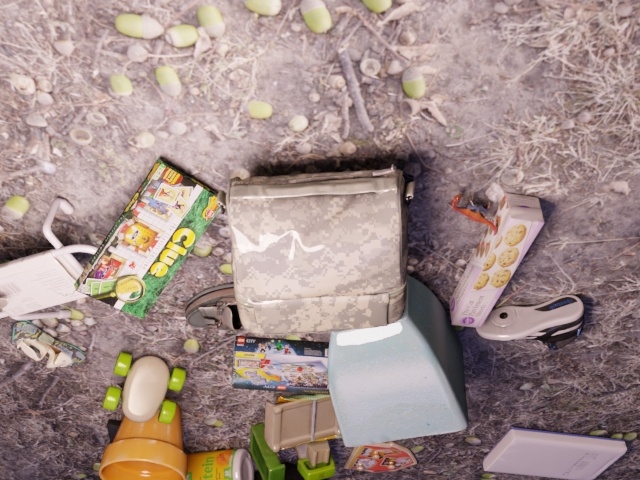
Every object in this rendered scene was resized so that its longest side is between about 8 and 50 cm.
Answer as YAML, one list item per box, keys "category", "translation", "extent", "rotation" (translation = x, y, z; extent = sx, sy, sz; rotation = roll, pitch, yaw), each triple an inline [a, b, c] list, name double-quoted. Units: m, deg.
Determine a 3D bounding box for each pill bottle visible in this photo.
- category: "pill bottle"
  translation: [-0.318, 0.652, 1.997]
  extent: [0.245, 0.136, 0.136]
  rotation: [-9, 138, 11]

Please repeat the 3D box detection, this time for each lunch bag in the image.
- category: "lunch bag"
  translation: [0.000, 0.000, 1.187]
  extent: [0.305, 0.213, 0.256]
  rotation: [-2, 139, 3]

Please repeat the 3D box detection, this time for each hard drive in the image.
- category: "hard drive"
  translation: [-0.511, 0.528, 1.922]
  extent: [0.094, 0.022, 0.135]
  rotation: [9, 130, 4]
- category: "hard drive"
  translation: [0.632, 0.586, 1.977]
  extent: [0.318, 0.040, 0.210]
  rotation: [8, 138, -9]

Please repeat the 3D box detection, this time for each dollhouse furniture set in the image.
- category: "dollhouse furniture set"
  translation: [-0.059, 0.458, 1.828]
  extent: [0.197, 0.151, 0.302]
  rotation: [-9, 124, -21]

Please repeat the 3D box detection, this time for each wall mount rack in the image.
- category: "wall mount rack"
  translation: [-0.491, 0.073, 1.355]
  extent: [0.350, 0.130, 0.304]
  rotation: [-14, 133, 17]

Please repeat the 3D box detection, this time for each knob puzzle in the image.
- category: "knob puzzle"
  translation: [0.177, 0.618, 2.032]
  extent: [0.213, 0.030, 0.213]
  rotation: [0, 139, 0]

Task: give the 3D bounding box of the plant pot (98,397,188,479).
- category: "plant pot"
  translation: [-0.419, 0.493, 1.778]
  extent: [0.205, 0.188, 0.205]
  rotation: [1, 139, 1]

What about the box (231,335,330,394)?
- category: "box"
  translation: [-0.082, 0.284, 1.641]
  extent: [0.233, 0.044, 0.159]
  rotation: [5, 139, -5]

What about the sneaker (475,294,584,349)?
- category: "sneaker"
  translation: [0.437, 0.190, 1.497]
  extent: [0.216, 0.079, 0.121]
  rotation: [-13, 135, 14]

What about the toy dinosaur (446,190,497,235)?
- category: "toy dinosaur"
  translation: [0.259, -0.052, 1.237]
  extent: [0.082, 0.090, 0.047]
  rotation: [-3, 134, -46]

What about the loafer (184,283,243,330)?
- category: "loafer"
  translation: [-0.157, 0.137, 1.443]
  extent: [0.267, 0.084, 0.096]
  rotation: [-16, 136, 19]

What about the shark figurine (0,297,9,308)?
- category: "shark figurine"
  translation: [-0.645, 0.065, 1.215]
  extent: [0.166, 0.116, 0.278]
  rotation: [-2, 117, 17]

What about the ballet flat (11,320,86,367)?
- category: "ballet flat"
  translation: [-0.599, 0.244, 1.590]
  extent: [0.070, 0.070, 0.188]
  rotation: [-27, 132, 28]

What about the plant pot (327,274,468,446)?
- category: "plant pot"
  translation: [0.134, 0.211, 1.419]
  extent: [0.247, 0.247, 0.252]
  rotation: [-13, 120, 15]

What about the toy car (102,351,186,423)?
- category: "toy car"
  translation: [-0.414, 0.343, 1.685]
  extent: [0.155, 0.149, 0.188]
  rotation: [19, 165, -14]

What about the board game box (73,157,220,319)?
- category: "board game box"
  translation: [-0.288, 0.002, 1.230]
  extent: [0.136, 0.030, 0.260]
  rotation: [30, 99, -37]

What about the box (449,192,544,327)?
- category: "box"
  translation: [0.319, 0.046, 1.347]
  extent: [0.067, 0.063, 0.324]
  rotation: [9, 138, -7]

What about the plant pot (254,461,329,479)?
- category: "plant pot"
  translation: [-0.107, 0.747, 2.081]
  extent: [0.187, 0.188, 0.167]
  rotation: [-26, 120, 28]
